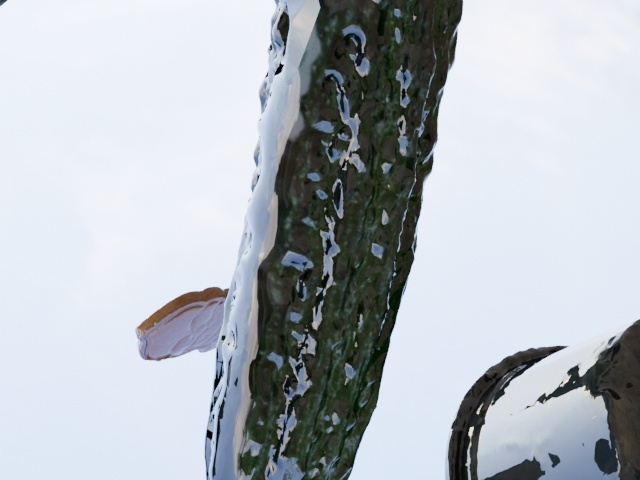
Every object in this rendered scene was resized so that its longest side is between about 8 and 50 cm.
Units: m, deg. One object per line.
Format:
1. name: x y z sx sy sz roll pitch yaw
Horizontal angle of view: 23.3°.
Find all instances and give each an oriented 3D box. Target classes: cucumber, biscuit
1. cucumber: 0.001 0.000 0.598 0.077 0.265 0.077 9 -165 -2
2. biscuit: -0.116 0.078 1.430 0.130 0.102 0.019 1 -129 -51

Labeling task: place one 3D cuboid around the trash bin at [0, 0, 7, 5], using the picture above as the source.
1. trash bin: -0.315 -0.345 1.047 0.158 0.223 0.343 9 150 39

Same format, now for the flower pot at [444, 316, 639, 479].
1. flower pot: 0.149 0.103 0.689 0.157 0.107 0.157 13 -121 -24
